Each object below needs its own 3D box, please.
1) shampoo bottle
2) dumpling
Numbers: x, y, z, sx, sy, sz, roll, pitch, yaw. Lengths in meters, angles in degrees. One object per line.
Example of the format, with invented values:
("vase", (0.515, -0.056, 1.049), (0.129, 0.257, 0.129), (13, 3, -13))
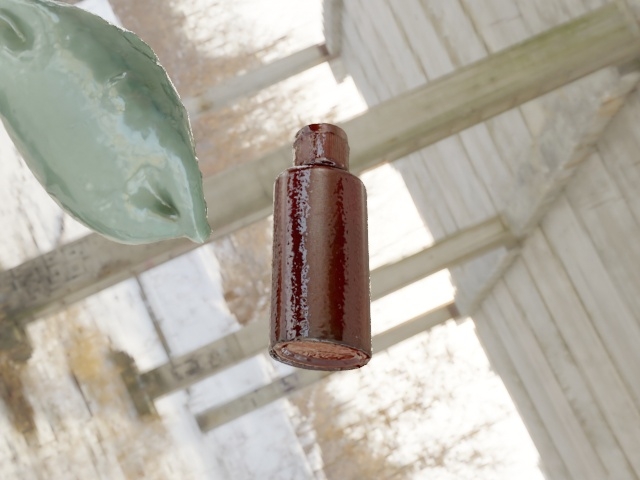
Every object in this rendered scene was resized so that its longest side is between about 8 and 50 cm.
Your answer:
("shampoo bottle", (0.000, 0.000, 1.052), (0.064, 0.102, 0.260), (115, -22, -56))
("dumpling", (-0.130, -0.082, 0.690), (0.216, 0.149, 0.105), (50, -53, 11))
